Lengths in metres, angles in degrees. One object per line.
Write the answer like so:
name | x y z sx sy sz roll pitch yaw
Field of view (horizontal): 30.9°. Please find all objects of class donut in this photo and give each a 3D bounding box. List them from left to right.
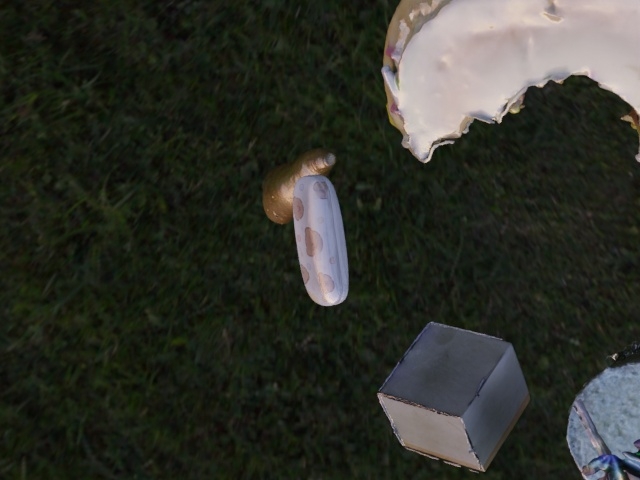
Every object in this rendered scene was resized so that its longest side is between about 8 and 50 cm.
donut | 0.248 -0.178 1.077 0.370 0.150 0.307 13 136 9

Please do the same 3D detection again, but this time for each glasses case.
glasses case | 0.000 0.000 1.429 0.041 0.063 0.164 -17 104 -40

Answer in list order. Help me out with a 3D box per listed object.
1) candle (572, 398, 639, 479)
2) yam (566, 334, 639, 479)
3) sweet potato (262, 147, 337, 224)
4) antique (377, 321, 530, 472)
candle | 0.324 0.235 0.926 0.187 0.330 0.188 -17 116 -39
yam | 0.484 0.244 1.644 0.240 0.348 0.241 2 94 26
sweet potato | -0.039 -0.080 1.615 0.077 0.244 0.077 4 73 -13
antique | 0.191 0.225 1.624 0.146 0.152 0.148 13 141 39
